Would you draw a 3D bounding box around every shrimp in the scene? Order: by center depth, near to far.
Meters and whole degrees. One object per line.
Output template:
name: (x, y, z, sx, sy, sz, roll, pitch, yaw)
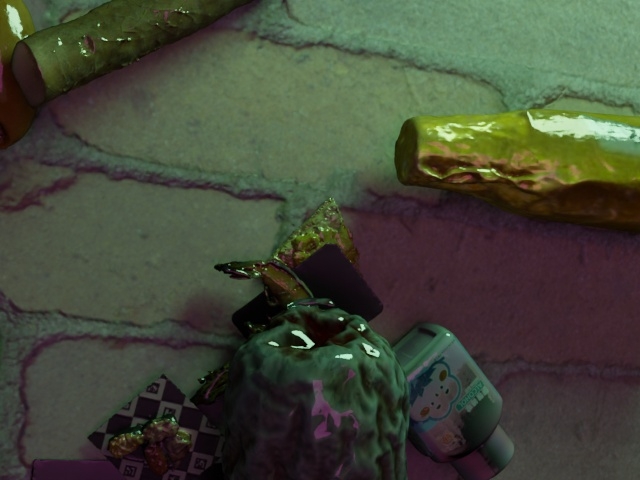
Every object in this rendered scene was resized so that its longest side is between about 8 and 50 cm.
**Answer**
shrimp: (-0.100, 0.101, 1.183, 0.195, 0.035, 0.148, -33, 108, -7)

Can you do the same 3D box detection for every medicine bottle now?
medicine bottle: (0.155, 0.207, 1.249, 0.119, 0.094, 0.188, -41, 105, -11)

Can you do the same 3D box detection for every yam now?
yam: (-0.171, -0.249, 1.088, 0.356, 0.081, 0.081, -33, 104, -26)

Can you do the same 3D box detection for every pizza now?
pizza: (0.000, 0.000, 1.218, 0.122, 0.026, 0.109, 9, 90, -17)

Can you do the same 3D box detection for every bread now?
bread: (-0.354, -0.191, 1.066, 0.114, 0.077, 0.189, -11, 95, -21)

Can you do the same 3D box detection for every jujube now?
jujube: (-0.005, 0.231, 1.121, 0.225, 0.226, 0.317, -4, 107, -17)

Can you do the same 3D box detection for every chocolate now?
chocolate: (0.310, -0.082, 1.241, 0.445, 0.162, 0.162, 4, 94, -16)

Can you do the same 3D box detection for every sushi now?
sushi: (-0.183, 0.237, 1.164, 0.120, 0.026, 0.126, -40, 105, 0)

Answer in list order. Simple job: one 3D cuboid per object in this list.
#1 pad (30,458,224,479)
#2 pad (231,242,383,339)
pad: (-0.196, 0.359, 1.199, 0.299, 0.005, 0.202, 5, 94, -18)
pad: (-0.015, 0.087, 1.214, 0.157, 0.003, 0.112, -36, 105, 3)
